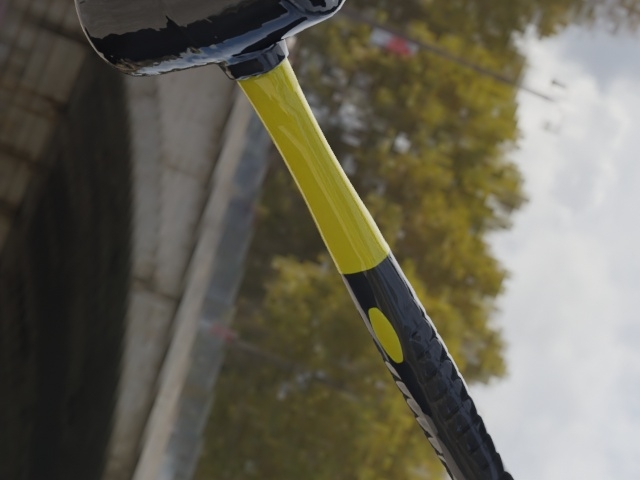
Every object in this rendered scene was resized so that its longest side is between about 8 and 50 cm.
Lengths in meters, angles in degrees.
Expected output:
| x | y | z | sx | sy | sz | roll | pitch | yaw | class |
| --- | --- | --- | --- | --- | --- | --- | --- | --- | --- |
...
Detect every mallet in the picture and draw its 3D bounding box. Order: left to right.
| x | y | z | sx | sy | sz | roll | pitch | yaw | class |
| --- | --- | --- | --- | --- | --- | --- | --- | --- | --- |
| 0.000 | 0.000 | 0.473 | 0.062 | 0.190 | 0.039 | -4 | -149 | 33 | mallet |
